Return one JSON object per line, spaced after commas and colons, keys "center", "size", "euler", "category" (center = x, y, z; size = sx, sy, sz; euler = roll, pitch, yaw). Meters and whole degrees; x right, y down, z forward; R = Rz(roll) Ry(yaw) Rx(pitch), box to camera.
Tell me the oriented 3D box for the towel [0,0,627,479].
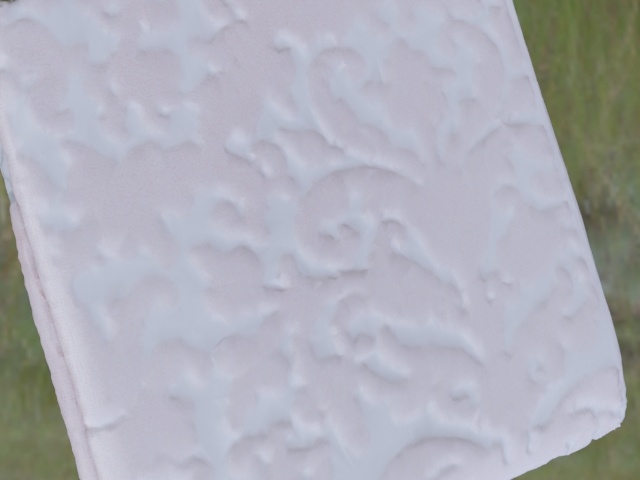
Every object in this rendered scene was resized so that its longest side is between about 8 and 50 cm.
{"center": [0.000, 0.000, 0.764], "size": [0.332, 0.317, 0.053], "euler": [-17, -179, -33], "category": "towel"}
